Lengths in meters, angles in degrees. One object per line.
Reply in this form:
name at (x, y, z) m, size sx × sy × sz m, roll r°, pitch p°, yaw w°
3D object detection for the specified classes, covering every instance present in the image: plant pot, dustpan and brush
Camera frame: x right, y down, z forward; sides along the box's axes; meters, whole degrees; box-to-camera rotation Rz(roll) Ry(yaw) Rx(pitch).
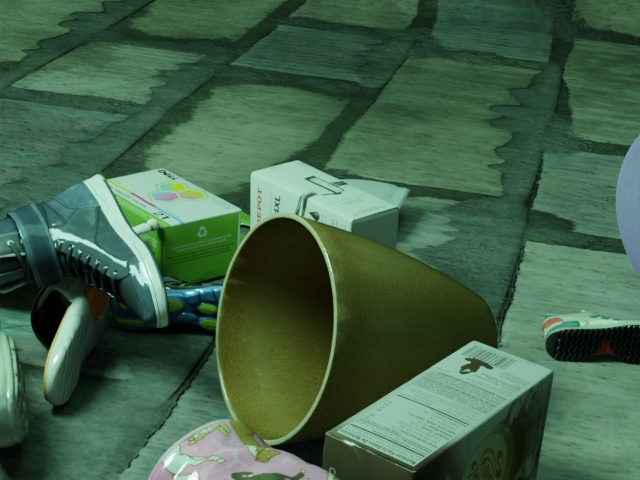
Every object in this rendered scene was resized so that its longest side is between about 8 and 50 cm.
plant pot at (0.054, 0.100, 1.425) m, size 0.254 × 0.237 × 0.237 m, roll 6°, pitch 18°, yaw -33°
dustpan and brush at (0.012, -0.051, 1.979) m, size 0.211 × 0.060 × 0.147 m, roll 16°, pitch 29°, yaw 10°

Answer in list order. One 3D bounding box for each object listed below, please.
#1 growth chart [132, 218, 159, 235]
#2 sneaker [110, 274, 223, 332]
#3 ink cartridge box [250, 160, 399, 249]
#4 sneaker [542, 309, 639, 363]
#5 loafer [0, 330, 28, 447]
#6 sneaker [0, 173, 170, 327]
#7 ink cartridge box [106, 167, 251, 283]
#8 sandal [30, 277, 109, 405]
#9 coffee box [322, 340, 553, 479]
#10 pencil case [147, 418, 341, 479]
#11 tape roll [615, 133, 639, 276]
growth chart at (-0.328, 0.023, 1.649) m, size 0.237 × 0.021 × 0.172 m, roll -16°, pitch 6°, yaw 24°
sneaker at (-0.159, 0.070, 1.625) m, size 0.188 × 0.067 × 0.078 m, roll 1°, pitch 29°, yaw -1°
ink cartridge box at (0.000, 0.000, 1.716) m, size 0.086 × 0.148 × 0.203 m, roll -17°, pitch 29°, yaw -37°
sneaker at (0.348, 0.109, 1.630) m, size 0.161 × 0.057 × 0.075 m, roll 0°, pitch 28°, yaw -3°
loafer at (-0.377, 0.134, 1.395) m, size 0.112 × 0.112 × 0.319 m, roll -11°, pitch 19°, yaw -20°
sneaker at (-0.268, 0.036, 1.448) m, size 0.163 × 0.086 × 0.226 m, roll -22°, pitch 49°, yaw -21°
ink cartridge box at (-0.165, -0.030, 1.828) m, size 0.255 × 0.097 × 0.189 m, roll -16°, pitch 30°, yaw -38°
sandal at (-0.294, 0.090, 1.511) m, size 0.076 × 0.102 × 0.265 m, roll 8°, pitch 25°, yaw 2°
coffee box at (0.109, 0.207, 1.247) m, size 0.098 × 0.141 × 0.246 m, roll 20°, pitch 28°, yaw 33°
pencil case at (0.026, 0.272, 1.057) m, size 0.386 × 0.160 × 0.167 m, roll 18°, pitch -2°, yaw 32°
tape roll at (0.518, -0.039, 1.732) m, size 0.090 × 0.274 × 0.275 m, roll -15°, pitch 29°, yaw -37°
